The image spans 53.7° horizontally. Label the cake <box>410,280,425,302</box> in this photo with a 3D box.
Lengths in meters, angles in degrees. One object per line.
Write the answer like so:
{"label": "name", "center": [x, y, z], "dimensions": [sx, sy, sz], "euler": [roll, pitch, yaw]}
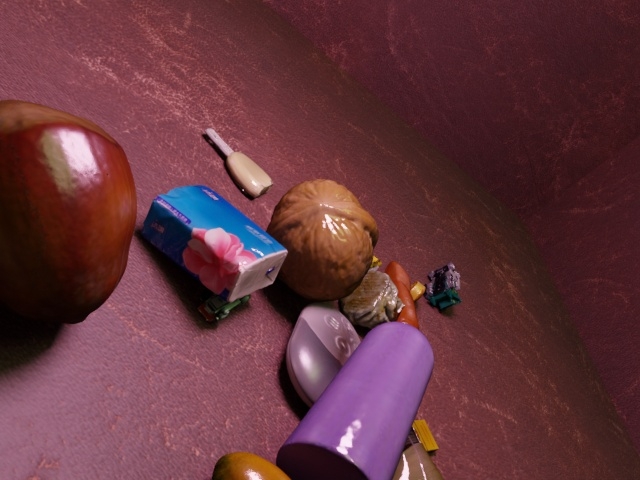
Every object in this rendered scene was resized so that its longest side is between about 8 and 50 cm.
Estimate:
{"label": "cake", "center": [0.311, 0.176, 2.106], "dimensions": [0.044, 0.084, 0.084], "euler": [46, 27, 0]}

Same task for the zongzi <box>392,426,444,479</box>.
{"label": "zongzi", "center": [0.121, 0.512, 1.320], "dimensions": [0.317, 0.154, 0.289], "euler": [5, 42, -47]}

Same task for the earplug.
{"label": "earplug", "center": [0.106, 0.338, 1.318], "dimensions": [0.215, 0.215, 0.456], "euler": [46, 42, -5]}

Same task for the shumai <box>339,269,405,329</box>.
{"label": "shumai", "center": [0.153, 0.184, 1.813], "dimensions": [0.184, 0.184, 0.142], "euler": [-89, 155, -53]}

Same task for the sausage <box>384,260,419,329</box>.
{"label": "sausage", "center": [0.243, 0.191, 1.975], "dimensions": [0.097, 0.094, 0.348], "euler": [50, 22, -28]}

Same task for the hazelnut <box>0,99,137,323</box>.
{"label": "hazelnut", "center": [-0.449, -0.049, 1.018], "dimensions": [0.366, 0.366, 0.366], "euler": [36, 29, -24]}

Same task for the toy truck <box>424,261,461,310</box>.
{"label": "toy truck", "center": [0.455, 0.177, 2.303], "dimensions": [0.116, 0.110, 0.216], "euler": [57, 24, -12]}

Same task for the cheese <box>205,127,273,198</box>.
{"label": "cheese", "center": [-0.247, -0.232, 1.849], "dimensions": [0.251, 0.054, 0.127], "euler": [48, 23, 1]}

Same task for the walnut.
{"label": "walnut", "center": [0.000, 0.000, 1.605], "dimensions": [0.333, 0.333, 0.333], "euler": [36, 29, -24]}

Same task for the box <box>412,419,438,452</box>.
{"label": "box", "center": [0.240, 0.508, 1.628], "dimensions": [0.155, 0.023, 0.087], "euler": [15, 45, -48]}

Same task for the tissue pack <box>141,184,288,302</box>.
{"label": "tissue pack", "center": [-0.230, -0.002, 1.409], "dimensions": [0.269, 0.137, 0.209], "euler": [36, 22, 18]}

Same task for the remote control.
{"label": "remote control", "center": [0.015, 0.278, 1.506], "dimensions": [0.221, 0.103, 0.332], "euler": [48, 28, -12]}

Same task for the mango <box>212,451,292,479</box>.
{"label": "mango", "center": [-0.096, 0.460, 1.080], "dimensions": [0.151, 0.120, 0.221], "euler": [7, 40, -51]}

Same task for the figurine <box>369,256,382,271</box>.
{"label": "figurine", "center": [0.100, 0.044, 1.921], "dimensions": [0.109, 0.129, 0.178], "euler": [-27, 79, -42]}

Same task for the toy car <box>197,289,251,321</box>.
{"label": "toy car", "center": [-0.215, 0.131, 1.413], "dimensions": [0.073, 0.054, 0.143], "euler": [48, 25, 3]}
